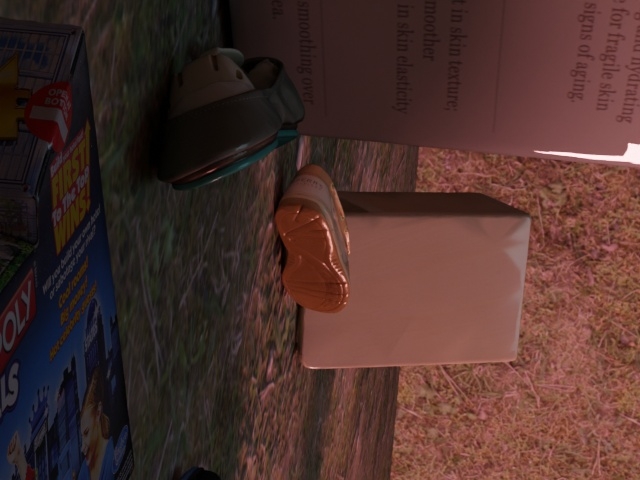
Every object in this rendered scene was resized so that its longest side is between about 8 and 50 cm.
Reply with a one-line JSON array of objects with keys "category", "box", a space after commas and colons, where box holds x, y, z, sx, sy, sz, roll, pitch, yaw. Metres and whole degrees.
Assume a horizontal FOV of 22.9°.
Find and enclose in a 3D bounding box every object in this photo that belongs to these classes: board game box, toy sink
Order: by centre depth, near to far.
[{"category": "board game box", "box": [-0.111, 0.039, 0.482, 0.194, 0.060, 0.194, -69, 163, -64]}, {"category": "toy sink", "box": [0.071, 0.035, 1.564, 0.131, 0.234, 0.153, -149, -120, -65]}]

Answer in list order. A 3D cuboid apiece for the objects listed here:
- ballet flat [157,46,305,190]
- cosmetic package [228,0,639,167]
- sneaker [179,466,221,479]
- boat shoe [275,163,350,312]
[{"category": "ballet flat", "box": [-0.056, -0.073, 0.876, 0.213, 0.072, 0.068, -50, 118, -79]}, {"category": "cosmetic package", "box": [0.155, -0.272, 1.004, 0.329, 0.393, 0.327, 89, 10, -51]}, {"category": "sneaker", "box": [-0.050, 0.209, 0.936, 0.188, 0.078, 0.067, -116, -159, -53]}, {"category": "boat shoe", "box": [0.000, 0.000, 1.335, 0.170, 0.063, 0.059, 84, 19, -56]}]
